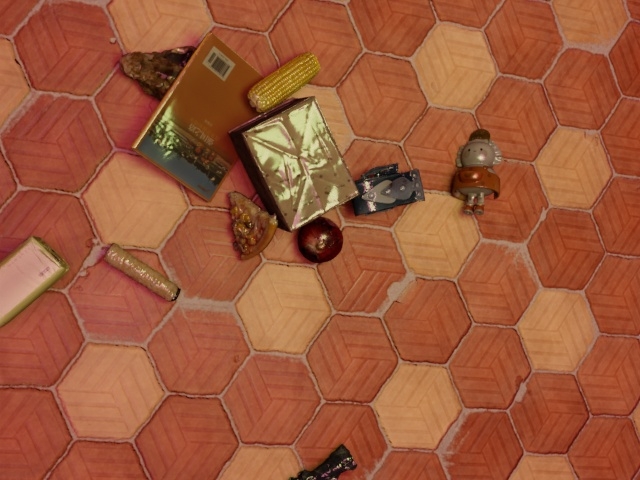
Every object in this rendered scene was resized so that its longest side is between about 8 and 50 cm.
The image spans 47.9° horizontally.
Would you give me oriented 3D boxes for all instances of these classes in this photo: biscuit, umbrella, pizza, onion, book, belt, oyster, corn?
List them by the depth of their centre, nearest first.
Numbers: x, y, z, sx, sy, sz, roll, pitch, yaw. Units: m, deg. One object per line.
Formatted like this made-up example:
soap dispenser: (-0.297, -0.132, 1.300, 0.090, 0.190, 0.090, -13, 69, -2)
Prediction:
biscuit: (-0.468, 0.087, 1.897, 0.219, 0.055, 0.061, 35, 45, -12)
book: (-0.297, -0.324, 1.917, 0.263, 0.028, 0.373, 37, 80, -33)
oyster: (-0.372, -0.463, 1.920, 0.295, 0.094, 0.166, -25, 87, -20)
pizza: (-0.201, -0.056, 1.938, 0.052, 0.185, 0.195, -7, 59, -49)
corn: (-0.099, -0.431, 1.961, 0.248, 0.081, 0.081, -41, 99, -30)
onion: (0.000, 0.000, 1.990, 0.131, 0.131, 0.131, 0, 89, -15)
umbrella: (-0.006, 0.660, 2.003, 0.224, 0.080, 0.071, -27, 130, -10)
belt: (0.174, -0.146, 2.021, 0.218, 0.122, 0.128, -16, 94, -35)

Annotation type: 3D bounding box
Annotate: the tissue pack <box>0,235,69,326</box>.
tissue pack: (-0.747, 0.104, 1.770, 0.234, 0.159, 0.125, -44, 99, -12)

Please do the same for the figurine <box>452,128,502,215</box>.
figurine: (0.464, -0.202, 2.117, 0.143, 0.143, 0.271, 24, 58, -13)

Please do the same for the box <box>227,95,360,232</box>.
box: (-0.072, -0.207, 1.915, 0.225, 0.190, 0.296, -30, 105, -13)
